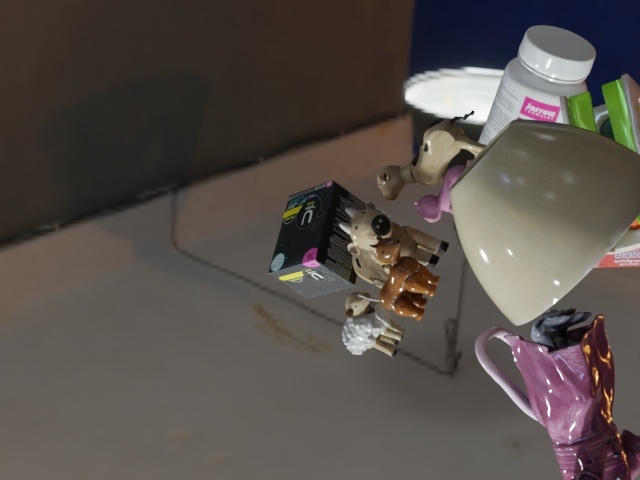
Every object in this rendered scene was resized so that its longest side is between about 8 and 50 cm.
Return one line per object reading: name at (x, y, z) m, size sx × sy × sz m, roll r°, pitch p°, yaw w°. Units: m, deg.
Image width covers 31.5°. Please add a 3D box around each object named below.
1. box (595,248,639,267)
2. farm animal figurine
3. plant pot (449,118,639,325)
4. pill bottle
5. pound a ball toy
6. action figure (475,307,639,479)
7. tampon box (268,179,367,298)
box at (0.595, -0.028, 2.253) m, size 0.257 × 0.122 × 0.128 m, roll -1°, pitch -153°, yaw -15°
farm animal figurine at (0.120, -0.017, 1.789) m, size 0.172 × 0.327 × 0.330 m, roll 25°, pitch -121°, yaw 2°
plant pot at (0.289, -0.054, 1.536) m, size 0.191 × 0.284 × 0.284 m, roll 42°, pitch -150°, yaw 0°
pill bottle at (0.406, -0.250, 2.143) m, size 0.160 × 0.283 × 0.160 m, roll 10°, pitch -144°, yaw -7°
pound a ball toy at (0.540, -0.113, 1.891) m, size 0.208 × 0.319 × 0.136 m, roll -18°, pitch 157°, yaw 27°
action figure at (0.361, 0.285, 1.587) m, size 0.276 × 0.370 × 0.248 m, roll -16°, pitch 177°, yaw 38°
tampon box at (0.000, 0.000, 1.954) m, size 0.120 × 0.101 × 0.161 m, roll -18°, pitch -131°, yaw 43°
